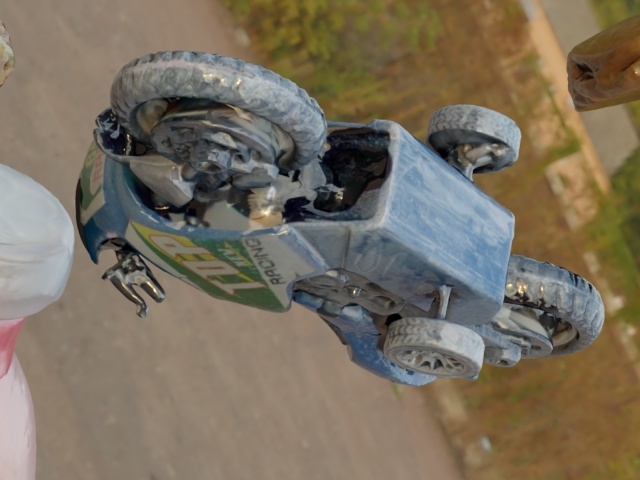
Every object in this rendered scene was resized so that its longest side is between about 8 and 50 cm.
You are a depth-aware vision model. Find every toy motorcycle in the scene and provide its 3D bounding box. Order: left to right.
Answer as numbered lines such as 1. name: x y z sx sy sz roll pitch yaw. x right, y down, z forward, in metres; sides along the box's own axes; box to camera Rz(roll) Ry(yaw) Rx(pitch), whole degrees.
1. toy motorcycle: 0.000 0.000 0.556 0.254 0.135 0.092 31 62 -44

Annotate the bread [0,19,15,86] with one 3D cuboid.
1. bread: -0.196 -0.062 0.383 0.076 0.233 0.105 95 -5 -66

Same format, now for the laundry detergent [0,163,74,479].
1. laundry detergent: -0.211 0.110 0.726 0.159 0.335 0.088 19 30 -18

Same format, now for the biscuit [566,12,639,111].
1. biscuit: 0.257 -0.121 0.791 0.262 0.277 0.052 -18 96 -77
